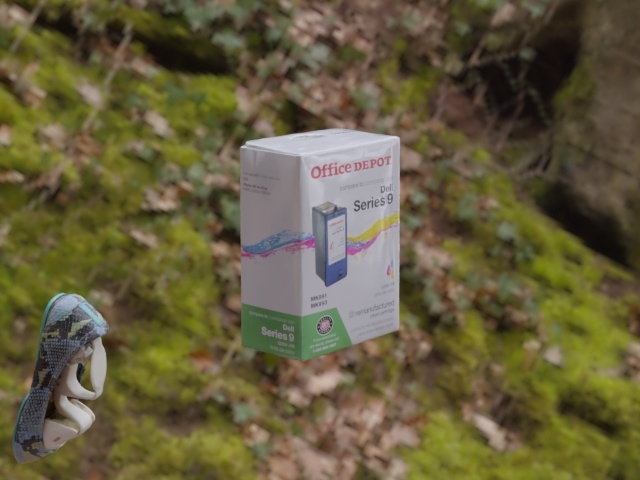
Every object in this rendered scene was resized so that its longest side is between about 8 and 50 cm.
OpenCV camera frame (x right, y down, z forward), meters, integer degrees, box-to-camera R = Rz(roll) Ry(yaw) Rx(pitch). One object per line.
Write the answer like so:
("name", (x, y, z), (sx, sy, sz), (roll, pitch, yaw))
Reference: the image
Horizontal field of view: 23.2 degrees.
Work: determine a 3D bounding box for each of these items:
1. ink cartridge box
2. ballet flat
("ink cartridge box", (0.000, 0.000, 1.584), (0.093, 0.212, 0.154), (9, 15, 42))
("ballet flat", (-0.223, 0.134, 1.353), (0.070, 0.070, 0.188), (26, -54, 13))
